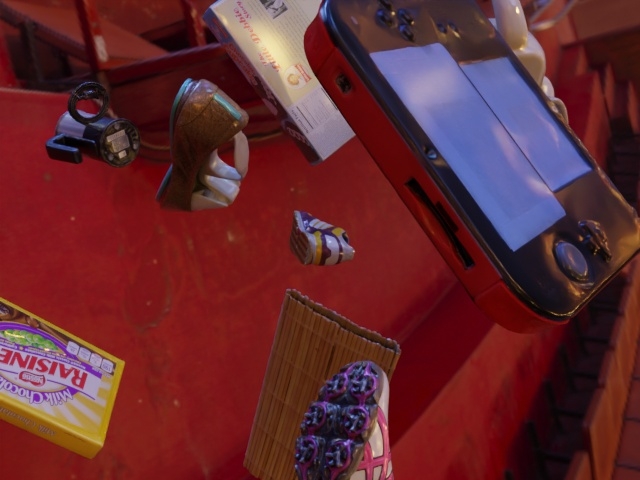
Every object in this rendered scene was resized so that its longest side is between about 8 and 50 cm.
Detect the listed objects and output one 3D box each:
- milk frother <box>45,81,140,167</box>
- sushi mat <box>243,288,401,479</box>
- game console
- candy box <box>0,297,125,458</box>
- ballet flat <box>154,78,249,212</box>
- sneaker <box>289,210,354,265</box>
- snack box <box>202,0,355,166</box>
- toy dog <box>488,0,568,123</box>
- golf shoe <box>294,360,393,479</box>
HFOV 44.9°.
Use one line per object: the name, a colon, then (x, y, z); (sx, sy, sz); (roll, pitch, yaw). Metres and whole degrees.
milk frother: (-0.399, -0.204, 1.325); (0.129, 0.135, 0.143); (-14, 114, -50)
sushi mat: (-0.009, 0.210, 0.936); (0.019, 0.151, 0.316); (-41, 152, -50)
game console: (0.181, -0.110, 0.822); (0.342, 0.060, 0.386); (-25, 78, -45)
candy box: (-0.268, 0.099, 0.657); (0.206, 0.027, 0.105); (33, 30, -22)
ballet flat: (-0.174, -0.116, 1.179); (0.124, 0.342, 0.116); (26, 59, -4)
sneaker: (0.000, 0.000, 1.275); (0.185, 0.084, 0.069); (-119, -144, -67)
snack box: (-0.035, -0.314, 1.364); (0.187, 0.060, 0.322); (-40, 99, -21)
toy dog: (0.224, -0.318, 1.453); (0.408, 0.284, 0.395); (-125, -165, -48)
golf shoe: (0.022, 0.186, 0.587); (0.086, 0.067, 0.186); (34, 62, -39)
